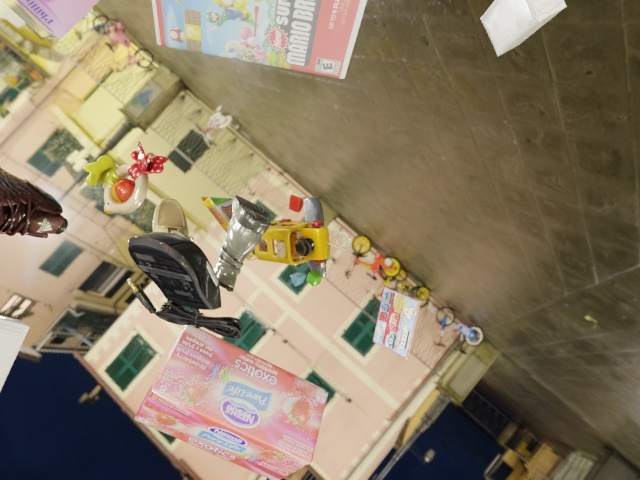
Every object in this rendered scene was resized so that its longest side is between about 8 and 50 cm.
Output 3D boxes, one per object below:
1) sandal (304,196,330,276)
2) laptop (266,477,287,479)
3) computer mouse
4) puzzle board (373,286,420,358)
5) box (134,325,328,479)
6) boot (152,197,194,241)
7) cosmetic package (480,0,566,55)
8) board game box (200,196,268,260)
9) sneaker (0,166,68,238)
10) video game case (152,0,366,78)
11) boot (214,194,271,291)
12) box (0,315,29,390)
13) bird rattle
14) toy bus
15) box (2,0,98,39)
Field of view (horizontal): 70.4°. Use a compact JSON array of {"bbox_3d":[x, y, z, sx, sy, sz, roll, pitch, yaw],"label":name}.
[{"bbox_3d":[0.000,0.000,1.263,0.097,0.054,0.255,46,144,50],"label":"sandal"},{"bbox_3d":[-0.031,0.625,0.910,0.264,0.136,0.234,32,157,28],"label":"laptop"},{"bbox_3d":[-0.227,0.056,0.693,0.183,0.060,0.262,7,144,22],"label":"computer mouse"},{"bbox_3d":[0.159,0.174,0.967,0.011,0.128,0.096,1,-167,-42],"label":"puzzle board"},{"bbox_3d":[-0.157,0.301,0.833,0.299,0.142,0.154,30,133,-11],"label":"box"},{"bbox_3d":[-0.306,-0.005,0.947,0.077,0.214,0.165,0,167,-22],"label":"boot"},{"bbox_3d":[0.405,-0.465,0.927,0.099,0.060,0.239,64,-173,-6],"label":"cosmetic package"},{"bbox_3d":[-0.260,-0.047,1.416,0.259,0.039,0.124,48,-161,14],"label":"board game box"},{"bbox_3d":[-0.424,-0.040,0.614,0.162,0.106,0.281,33,-174,-37],"label":"sneaker"},{"bbox_3d":[-0.082,-0.330,0.611,0.284,0.025,0.204,7,147,-8],"label":"video game case"},{"bbox_3d":[-0.174,0.002,0.924,0.083,0.161,0.246,28,-173,-14],"label":"boot"},{"bbox_3d":[-0.796,0.247,1.018,0.119,0.182,0.181,2,158,45],"label":"box"},{"bbox_3d":[-0.605,-0.184,1.444,0.253,0.207,0.143,-6,166,13],"label":"bird rattle"},{"bbox_3d":[-0.063,0.009,1.050,0.104,0.202,0.191,-19,-117,-48],"label":"toy bus"},{"bbox_3d":[-0.561,-0.505,0.850,0.243,0.117,0.213,31,169,48],"label":"box"}]
